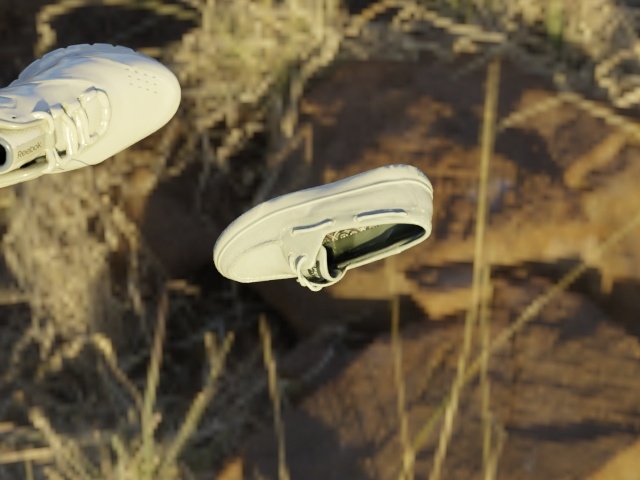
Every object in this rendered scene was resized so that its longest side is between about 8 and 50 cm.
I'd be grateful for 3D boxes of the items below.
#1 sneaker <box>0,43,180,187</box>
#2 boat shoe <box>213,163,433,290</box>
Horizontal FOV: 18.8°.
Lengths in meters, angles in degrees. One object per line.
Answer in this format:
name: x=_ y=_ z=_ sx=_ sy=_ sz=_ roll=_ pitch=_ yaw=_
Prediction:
sneaker: x=-0.244 y=-0.088 z=1.624 sx=0.297 sy=0.111 sz=0.129 roll=-18 pitch=23 yaw=-27
boat shoe: x=0.001 y=0.000 z=1.830 sx=0.227 sy=0.079 sz=0.081 roll=-21 pitch=48 yaw=18
